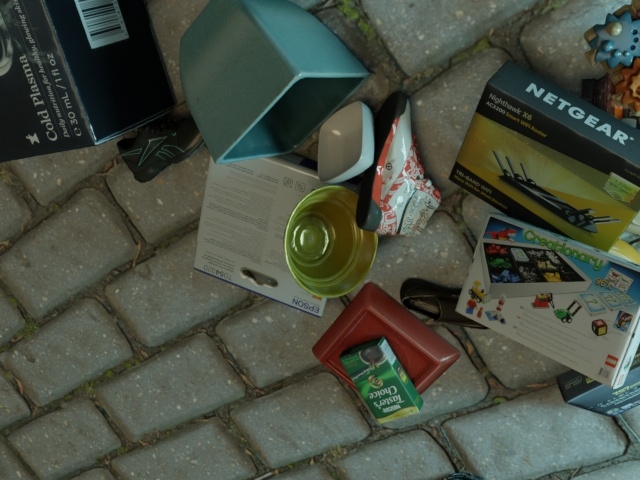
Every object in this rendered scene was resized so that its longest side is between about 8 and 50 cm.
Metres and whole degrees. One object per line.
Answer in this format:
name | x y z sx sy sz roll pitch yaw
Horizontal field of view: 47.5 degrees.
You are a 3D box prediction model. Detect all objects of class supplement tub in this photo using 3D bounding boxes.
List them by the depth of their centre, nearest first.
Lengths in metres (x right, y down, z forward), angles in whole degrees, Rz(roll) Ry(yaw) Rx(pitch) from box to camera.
supplement tub | 0.526 -0.229 1.183 0.198 0.106 0.106 3 115 22

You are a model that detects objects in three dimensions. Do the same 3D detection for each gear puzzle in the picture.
gear puzzle | 0.548 -0.216 1.093 0.175 0.044 0.339 -33 93 28

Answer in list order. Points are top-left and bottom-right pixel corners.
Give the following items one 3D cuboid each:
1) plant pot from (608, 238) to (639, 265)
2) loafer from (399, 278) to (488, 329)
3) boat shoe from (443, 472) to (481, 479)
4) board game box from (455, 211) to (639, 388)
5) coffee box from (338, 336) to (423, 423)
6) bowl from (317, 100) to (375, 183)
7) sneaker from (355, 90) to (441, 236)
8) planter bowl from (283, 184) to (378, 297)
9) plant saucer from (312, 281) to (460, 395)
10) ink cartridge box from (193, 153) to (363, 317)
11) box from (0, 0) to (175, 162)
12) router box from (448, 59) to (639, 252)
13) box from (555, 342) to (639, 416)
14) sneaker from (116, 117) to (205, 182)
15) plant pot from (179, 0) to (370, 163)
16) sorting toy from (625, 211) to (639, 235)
plant pot | 0.488 0.116 1.316 0.205 0.188 0.205 10 117 19
loafer | 0.262 0.143 1.491 0.220 0.078 0.080 11 118 19
boat shoe | 0.293 0.584 1.705 0.183 0.065 0.083 2 109 18
board game box | 0.389 0.091 1.220 0.305 0.053 0.193 27 105 40
coffee box | 0.133 0.307 1.592 0.113 0.040 0.184 -24 103 30
bowl | 0.055 -0.181 1.398 0.053 0.142 0.142 16 156 -34
sneaker | 0.165 -0.139 1.400 0.145 0.090 0.270 11 94 -21
planter bowl | 0.000 0.000 1.426 0.090 0.217 0.217 6 121 56
plant saucer | 0.134 0.260 1.622 0.258 0.048 0.259 38 123 2
ink cartridge box | -0.099 -0.033 1.566 0.324 0.071 0.330 21 121 10
box | -0.624 -0.423 1.476 0.471 0.297 0.480 -5 112 27
router box | 0.392 -0.123 1.228 0.309 0.081 0.243 34 146 17
box | 0.587 0.249 1.355 0.183 0.059 0.232 24 131 -38
sneaker | -0.330 -0.213 1.552 0.267 0.101 0.106 -24 114 30
plant pot | -0.113 -0.322 1.341 0.247 0.248 0.252 -40 79 33
sorting toy | 0.534 -0.098 1.259 0.193 0.038 0.208 18 140 15
